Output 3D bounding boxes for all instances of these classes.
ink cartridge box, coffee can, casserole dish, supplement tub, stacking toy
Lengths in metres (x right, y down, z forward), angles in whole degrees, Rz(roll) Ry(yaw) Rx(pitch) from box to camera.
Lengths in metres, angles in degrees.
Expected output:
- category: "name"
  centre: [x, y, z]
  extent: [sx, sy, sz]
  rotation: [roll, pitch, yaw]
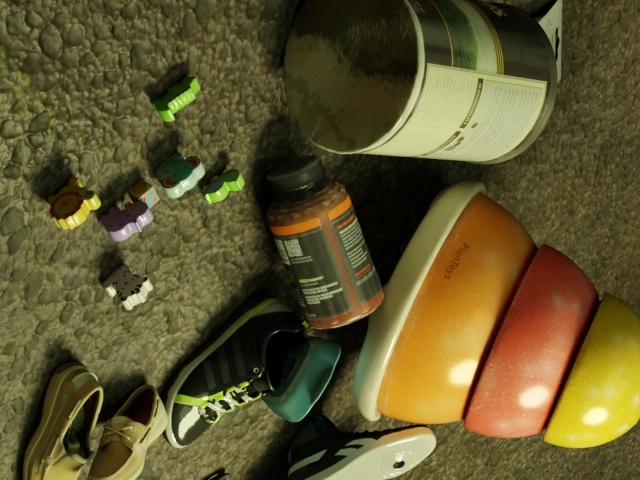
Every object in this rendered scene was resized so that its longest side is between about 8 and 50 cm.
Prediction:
- category: "ink cartridge box"
  centre: [0.285, -0.245, 1.928]
  extent: [0.179, 0.045, 0.145]
  rotation: [-51, 146, -41]
- category: "coffee can"
  centre: [0.121, -0.195, 1.625]
  extent: [0.275, 0.201, 0.202]
  rotation: [-1, 115, -48]
- category: "casserole dish"
  centre: [-0.032, 0.168, 1.757]
  extent: [0.037, 0.188, 0.114]
  rotation: [32, 82, -15]
- category: "supplement tub"
  centre: [0.000, 0.000, 1.667]
  extent: [0.106, 0.106, 0.198]
  rotation: [-30, 110, -32]
- category: "stacking toy"
  centre: [0.311, 0.163, 1.801]
  extent: [0.351, 0.479, 0.351]
  rotation: [-58, 166, -24]
- category: "stacking toy"
  centre: [-0.181, -0.049, 1.509]
  extent: [0.221, 0.052, 0.167]
  rotation: [-45, 141, -18]

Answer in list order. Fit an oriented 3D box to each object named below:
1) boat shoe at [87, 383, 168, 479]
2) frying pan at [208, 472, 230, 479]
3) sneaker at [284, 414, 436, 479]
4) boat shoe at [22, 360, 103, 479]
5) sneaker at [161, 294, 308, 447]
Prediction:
- category: "boat shoe"
  centre: [-0.229, 0.228, 1.605]
  extent: [0.170, 0.063, 0.059]
  rotation: [-63, 149, -59]
- category: "frying pan"
  centre: [-0.246, 0.431, 1.774]
  extent: [0.326, 0.053, 0.197]
  rotation: [-12, 124, -40]
- category: "sneaker"
  centre: [0.044, 0.277, 1.906]
  extent: [0.216, 0.121, 0.079]
  rotation: [-26, 134, 6]
- category: "boat shoe"
  centre: [-0.288, 0.235, 1.564]
  extent: [0.068, 0.072, 0.190]
  rotation: [-9, 121, -45]
- category: "sneaker"
  centre: [-0.103, 0.167, 1.706]
  extent: [0.235, 0.097, 0.084]
  rotation: [-52, 142, -9]
